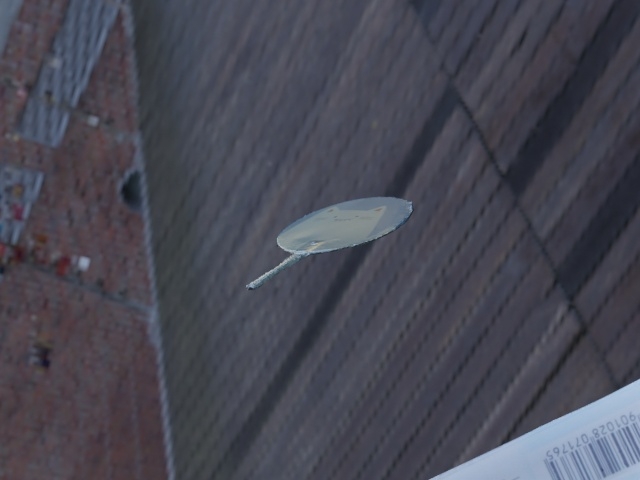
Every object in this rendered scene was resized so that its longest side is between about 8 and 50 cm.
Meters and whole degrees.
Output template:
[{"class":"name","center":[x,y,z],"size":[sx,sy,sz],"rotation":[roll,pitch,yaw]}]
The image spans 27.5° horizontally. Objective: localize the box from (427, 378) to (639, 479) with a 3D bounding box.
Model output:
[{"class":"box","center":[0.147,0.179,0.896],"size":[0.243,0.155,0.067],"rotation":[-29,65,16]}]

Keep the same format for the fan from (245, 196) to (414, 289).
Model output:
[{"class":"fan","center":[0.000,0.000,1.018],"size":[0.113,0.175,0.005],"rotation":[1,114,41]}]
